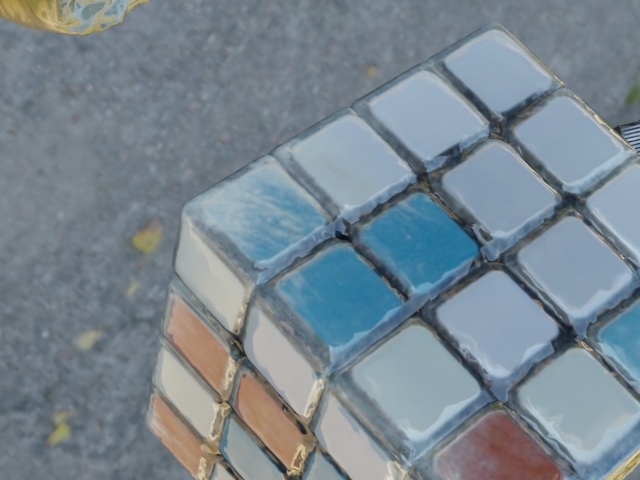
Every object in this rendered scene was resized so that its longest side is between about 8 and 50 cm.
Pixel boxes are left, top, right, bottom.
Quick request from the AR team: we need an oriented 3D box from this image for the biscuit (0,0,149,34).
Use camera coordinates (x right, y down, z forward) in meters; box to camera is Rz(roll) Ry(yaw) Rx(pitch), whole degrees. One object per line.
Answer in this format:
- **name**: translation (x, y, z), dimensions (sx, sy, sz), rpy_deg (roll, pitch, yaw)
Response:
- **biscuit**: translation (-0.150, -0.315, 1.104), dimensions (0.429, 0.446, 0.104), rpy_deg (-48, 136, -26)

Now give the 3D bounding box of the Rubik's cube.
- **Rubik's cube**: translation (0.072, 0.072, 0.829), dimensions (0.256, 0.259, 0.253), rpy_deg (-35, 162, -29)

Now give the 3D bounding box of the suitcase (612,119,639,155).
- **suitcase**: translation (0.326, -0.076, 1.309), dimensions (0.126, 0.086, 0.059), rpy_deg (-13, 163, -5)
